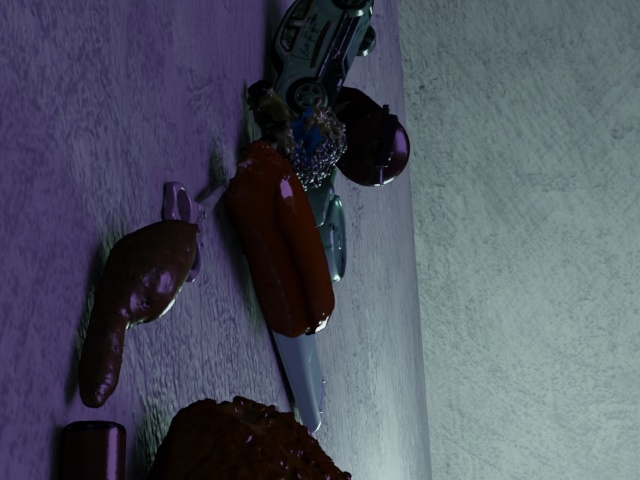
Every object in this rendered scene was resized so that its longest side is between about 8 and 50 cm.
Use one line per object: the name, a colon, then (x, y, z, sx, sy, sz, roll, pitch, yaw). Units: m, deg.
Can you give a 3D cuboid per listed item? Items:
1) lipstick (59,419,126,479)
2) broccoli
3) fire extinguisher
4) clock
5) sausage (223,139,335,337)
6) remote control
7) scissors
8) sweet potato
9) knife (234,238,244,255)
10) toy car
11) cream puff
lipstick: (-0.185, 0.320, 1.187, 0.057, 0.057, 0.356, 59, 29, -69)
broccoli: (-0.044, -0.140, 1.985, 0.160, 0.167, 0.154, 57, -16, -6)
fire extinguisher: (0.064, -0.162, 2.281, 0.337, 0.114, 0.135, -123, -142, -71)
clock: (0.000, 0.000, 2.308, 0.159, 0.066, 0.210, -77, 162, -56)
sausage: (-0.045, 0.007, 1.891, 0.330, 0.102, 0.102, 73, 17, -49)
remote control: (-0.028, 0.149, 2.143, 0.293, 0.051, 0.103, 78, 13, -45)
scissors: (-0.136, -0.031, 1.670, 0.212, 0.021, 0.110, -63, 145, -70)
sweet potato: (-0.167, 0.045, 1.347, 0.269, 0.075, 0.074, -65, 152, -50)
knife: (-0.085, -0.012, 1.957, 0.166, 0.023, 0.078, 31, 61, -77)
toy car: (-0.010, -0.257, 2.168, 0.136, 0.125, 0.305, 76, 36, -67)
cream puff: (-0.055, 0.307, 1.485, 0.303, 0.212, 0.303, -1, 90, -84)
